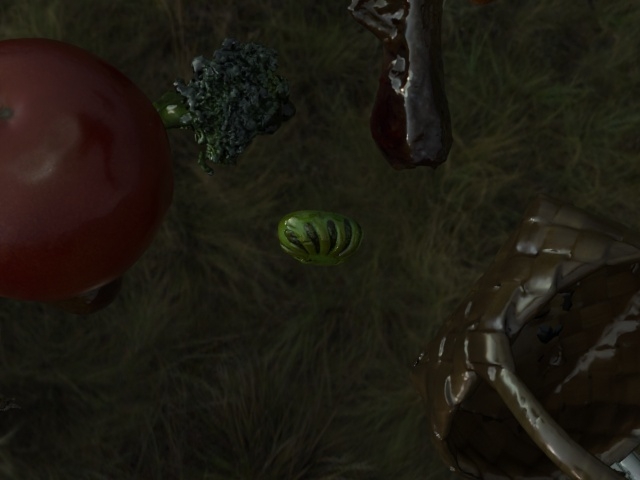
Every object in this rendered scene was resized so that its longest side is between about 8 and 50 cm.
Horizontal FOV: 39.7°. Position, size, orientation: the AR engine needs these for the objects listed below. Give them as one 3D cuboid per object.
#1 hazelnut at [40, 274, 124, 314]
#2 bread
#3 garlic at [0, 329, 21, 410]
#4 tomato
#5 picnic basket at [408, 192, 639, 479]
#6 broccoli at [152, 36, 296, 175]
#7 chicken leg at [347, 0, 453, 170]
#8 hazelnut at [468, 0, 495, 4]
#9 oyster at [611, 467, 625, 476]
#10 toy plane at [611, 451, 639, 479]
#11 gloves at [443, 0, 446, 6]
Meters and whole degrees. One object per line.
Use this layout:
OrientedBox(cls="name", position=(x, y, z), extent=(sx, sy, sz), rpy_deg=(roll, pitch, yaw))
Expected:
OrientedBox(cls="hazelnut", position=(-0.397, 0.021, 1.403), extent=(0.204, 0.178, 0.178), rpy_deg=(46, 63, -8))
OrientedBox(cls="bread", position=(0.000, 0.000, 1.348), extent=(0.129, 0.139, 0.071), rpy_deg=(0, 76, -3))
OrientedBox(cls="garlic", position=(-0.435, 0.139, 1.117), extent=(0.256, 0.207, 0.207), rpy_deg=(-32, 69, -19))
OrientedBox(cls="tomato", position=(-0.200, -0.052, 0.619), extent=(0.195, 0.136, 0.195), rpy_deg=(1, 67, -2))
OrientedBox(cls="picnic basket", position=(0.278, 0.161, 0.897), extent=(0.292, 0.337, 0.338), rpy_deg=(21, 57, -26))
OrientedBox(cls="broccoli", position=(-0.168, -0.194, 1.266), extent=(0.165, 0.304, 0.146), rpy_deg=(-45, 113, -22))
OrientedBox(cls="chicken leg", position=(0.019, -0.188, 0.418), extent=(0.082, 0.323, 0.178), rpy_deg=(-6, 51, 19))
OrientedBox(cls="hazelnut", position=(0.265, -0.454, 1.390), extent=(0.150, 0.150, 0.150), rpy_deg=(3, 61, -5))
OrientedBox(cls="oyster", position=(0.386, 0.370, 1.308), extent=(0.132, 0.086, 0.029), rpy_deg=(-30, 112, -9))
OrientedBox(cls="toy plane", position=(0.552, 0.419, 1.524), extent=(0.251, 0.255, 0.101), rpy_deg=(-33, 108, 0))
OrientedBox(cls="gloves", position=(0.217, -0.545, 1.844), extent=(0.140, 0.219, 0.131), rpy_deg=(32, 23, 0))
